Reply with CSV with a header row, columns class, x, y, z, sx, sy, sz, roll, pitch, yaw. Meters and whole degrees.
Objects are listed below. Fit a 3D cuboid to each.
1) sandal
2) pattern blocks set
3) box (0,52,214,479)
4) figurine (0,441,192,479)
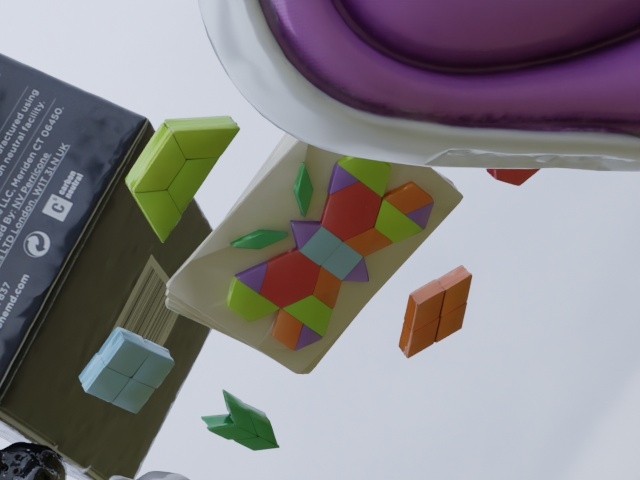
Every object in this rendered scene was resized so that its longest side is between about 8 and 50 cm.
class,x,y,z,sx,sy,sz,roll,pitch,yaw
sandal,0.167,-0.099,0.516,0.416,0.169,0.102,-14,2,-22
pattern blocks set,0.000,0.000,1.048,0.285,0.026,0.324,18,-70,-34
box,-0.381,-0.004,1.583,0.297,0.472,0.480,-64,-13,-13
figurine,-0.160,0.240,1.308,0.092,0.215,0.209,-65,-32,-33
